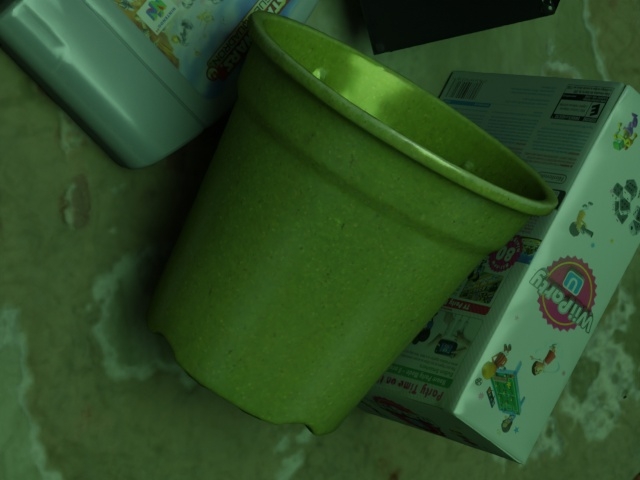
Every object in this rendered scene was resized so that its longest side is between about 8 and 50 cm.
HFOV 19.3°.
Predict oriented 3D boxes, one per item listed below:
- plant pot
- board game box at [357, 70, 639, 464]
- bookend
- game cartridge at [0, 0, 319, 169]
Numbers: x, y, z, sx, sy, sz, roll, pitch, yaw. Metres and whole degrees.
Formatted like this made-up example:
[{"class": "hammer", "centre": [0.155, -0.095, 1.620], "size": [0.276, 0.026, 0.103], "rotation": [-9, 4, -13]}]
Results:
[{"class": "plant pot", "centre": [0.000, 0.000, 1.461], "size": [0.276, 0.276, 0.254], "rotation": [24, 105, -31]}, {"class": "board game box", "centre": [0.141, 0.013, 1.570], "size": [0.097, 0.224, 0.303], "rotation": [37, 76, -32]}, {"class": "bookend", "centre": [0.124, -0.226, 1.610], "size": [0.157, 0.156, 0.072], "rotation": [-11, 106, 15]}, {"class": "game cartridge", "centre": [-0.105, -0.212, 1.496], "size": [0.198, 0.062, 0.297], "rotation": [45, 72, -23]}]
